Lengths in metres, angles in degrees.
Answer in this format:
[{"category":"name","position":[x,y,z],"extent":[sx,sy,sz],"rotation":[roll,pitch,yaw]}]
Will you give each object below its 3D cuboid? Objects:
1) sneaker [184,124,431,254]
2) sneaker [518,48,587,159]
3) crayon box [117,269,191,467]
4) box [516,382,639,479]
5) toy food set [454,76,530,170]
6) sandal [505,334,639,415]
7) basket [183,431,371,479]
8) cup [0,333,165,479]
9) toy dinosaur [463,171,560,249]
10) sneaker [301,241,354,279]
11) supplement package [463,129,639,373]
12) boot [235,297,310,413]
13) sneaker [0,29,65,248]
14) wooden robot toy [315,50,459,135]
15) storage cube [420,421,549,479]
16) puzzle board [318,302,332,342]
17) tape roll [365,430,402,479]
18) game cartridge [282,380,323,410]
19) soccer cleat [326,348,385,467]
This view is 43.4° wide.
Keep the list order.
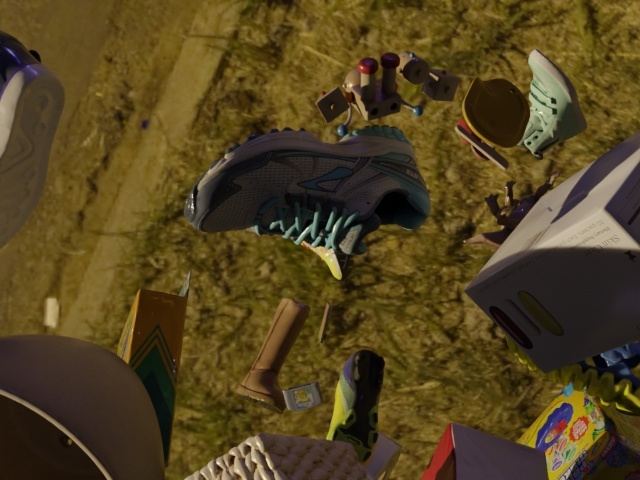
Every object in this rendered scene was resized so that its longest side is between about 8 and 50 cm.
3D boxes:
[{"category":"sneaker","position":[0.001,-0.043,0.827],"extent":[0.122,0.282,0.110],"rotation":[62,147,23]},{"category":"sneaker","position":[0.451,-0.271,1.669],"extent":[0.151,0.256,0.094],"rotation":[-35,44,9]},{"category":"crayon box","position":[-0.279,0.224,1.269],"extent":[0.203,0.083,0.323],"rotation":[123,154,-50]},{"category":"box","position":[0.546,0.483,1.666],"extent":[0.177,0.279,0.290],"rotation":[33,106,-9]},{"category":"toy food set","position":[0.301,-0.209,1.468],"extent":[0.128,0.218,0.071],"rotation":[33,141,-3]},{"category":"sandal","position":[0.528,0.229,1.626],"extent":[0.317,0.126,0.138],"rotation":[26,70,15]},{"category":"basket","position":[-0.051,0.468,1.130],"extent":[0.266,0.331,0.328],"rotation":[-39,61,12]},{"category":"cup","position":[-0.291,0.224,0.811],"extent":[0.330,0.237,0.331],"rotation":[3,110,9]},{"category":"toy dinosaur","position":[0.484,-0.032,1.869],"extent":[0.127,0.295,0.200],"rotation":[19,141,61]},{"category":"sneaker","position":[0.000,0.000,1.774],"extent":[0.094,0.081,0.209],"rotation":[-33,74,26]},{"category":"supplement package","position":[0.326,0.007,0.905],"extent":[0.145,0.204,0.262],"rotation":[45,150,1]},{"category":"boot","position":[-0.099,0.272,1.960],"extent":[0.236,0.089,0.270],"rotation":[0,59,62]},{"category":"sneaker","position":[-0.521,-0.160,1.189],"extent":[0.236,0.130,0.323],"rotation":[34,108,21]},{"category":"wooden robot toy","position":[0.059,-0.174,0.870],"extent":[0.079,0.173,0.076],"rotation":[-130,29,-47]},{"category":"storage cube","position":[0.281,0.467,1.398],"extent":[0.214,0.184,0.193],"rotation":[18,118,-2]},{"category":"puzzle board","position":[0.014,0.218,2.129],"extent":[0.011,0.128,0.097],"rotation":[15,90,-3]},{"category":"tape roll","position":[0.098,0.636,2.118],"extent":[0.100,0.286,0.286],"rotation":[31,106,19]},{"category":"game cartridge","position":[-0.038,0.348,1.790],"extent":[0.083,0.017,0.056],"rotation":[-15,106,4]},{"category":"soccer cleat","position":[0.061,0.346,1.544],"extent":[0.121,0.093,0.289],"rotation":[118,172,-51]}]
